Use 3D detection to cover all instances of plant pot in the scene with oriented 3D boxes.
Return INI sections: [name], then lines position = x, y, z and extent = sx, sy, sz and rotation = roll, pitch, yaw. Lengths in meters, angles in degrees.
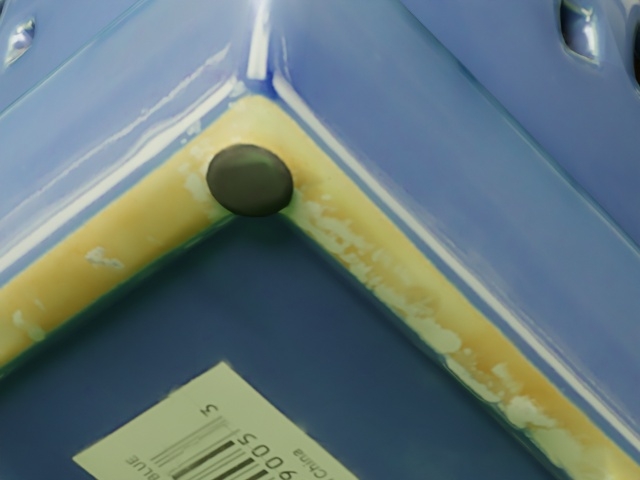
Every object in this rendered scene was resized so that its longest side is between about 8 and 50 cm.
[plant pot]
position = 0.000, 0.000, 0.505
extent = 0.236, 0.212, 0.236
rotation = -33, 115, 30
